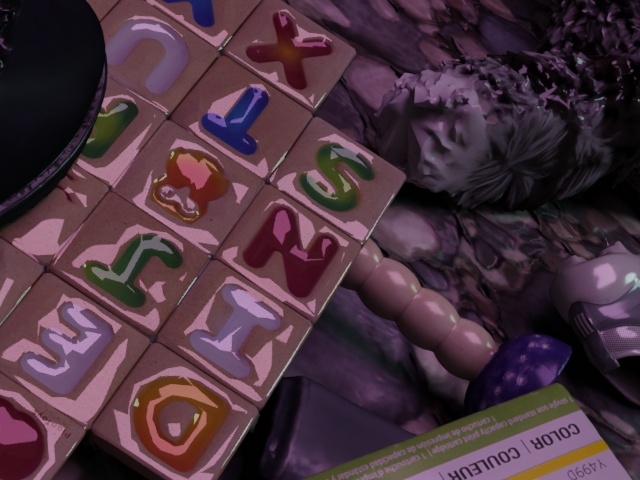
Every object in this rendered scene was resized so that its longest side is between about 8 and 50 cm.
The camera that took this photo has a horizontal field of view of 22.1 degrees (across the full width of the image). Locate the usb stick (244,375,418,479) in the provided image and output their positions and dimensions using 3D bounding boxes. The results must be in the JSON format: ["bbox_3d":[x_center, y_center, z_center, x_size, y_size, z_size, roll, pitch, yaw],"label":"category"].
[{"bbox_3d":[0.089,0.149,0.773,0.278,0.045,0.077,29,36,-12],"label":"usb stick"}]

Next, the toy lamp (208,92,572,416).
[{"bbox_3d":[0.000,0.000,0.853,0.274,0.080,0.080,40,33,2],"label":"toy lamp"}]

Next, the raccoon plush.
[{"bbox_3d":[0.183,-0.187,1.147,0.446,0.216,0.299,3,38,-39],"label":"raccoon plush"}]

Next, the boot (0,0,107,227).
[{"bbox_3d":[-0.139,-0.080,0.637,0.094,0.207,0.246,35,49,1],"label":"boot"}]

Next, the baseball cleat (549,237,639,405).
[{"bbox_3d":[0.217,0.050,1.007,0.206,0.072,0.109,-7,68,-43],"label":"baseball cleat"}]

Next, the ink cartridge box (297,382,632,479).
[{"bbox_3d":[0.078,0.203,0.615,0.188,0.097,0.255,-17,59,-32],"label":"ink cartridge box"}]

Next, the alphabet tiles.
[{"bbox_3d":[-0.122,-0.038,0.758,0.285,0.011,0.342,34,49,-1],"label":"alphabet tiles"}]
